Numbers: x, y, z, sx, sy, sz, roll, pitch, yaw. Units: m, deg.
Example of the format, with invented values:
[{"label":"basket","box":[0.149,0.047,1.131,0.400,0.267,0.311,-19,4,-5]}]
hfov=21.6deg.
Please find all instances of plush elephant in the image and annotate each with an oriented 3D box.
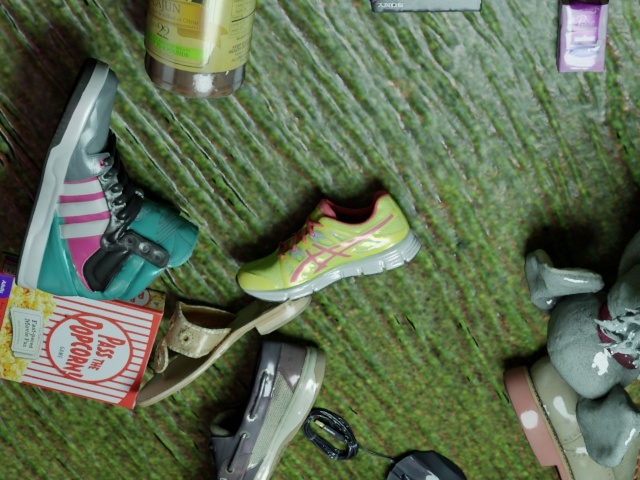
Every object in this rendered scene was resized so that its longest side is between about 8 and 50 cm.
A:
[{"label":"plush elephant","box":[0.364,0.099,1.830,0.330,0.255,0.272,-8,84,-33]}]

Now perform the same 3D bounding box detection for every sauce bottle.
[{"label":"sauce bottle","box":[-0.108,-0.309,1.633,0.111,0.111,0.344,6,121,-4]}]

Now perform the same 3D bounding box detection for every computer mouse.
[{"label":"computer mouse","box":[0.082,0.275,2.046,0.242,0.041,0.071,27,120,-15]}]

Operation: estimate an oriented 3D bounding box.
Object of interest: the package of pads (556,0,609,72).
[{"label":"package of pads","box":[0.272,-0.214,1.737,0.050,0.032,0.083,-3,123,-1]}]

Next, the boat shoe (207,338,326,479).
[{"label":"boat shoe","box":[-0.089,0.232,1.989,0.092,0.103,0.285,25,116,-9]}]

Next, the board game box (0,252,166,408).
[{"label":"board game box","box":[-0.290,0.106,1.935,0.193,0.045,0.147,14,122,-9]}]

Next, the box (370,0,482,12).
[{"label":"box","box":[0.108,-0.306,1.681,0.116,0.029,0.162,-1,124,1]}]

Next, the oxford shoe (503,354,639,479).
[{"label":"oxford shoe","box":[0.344,0.273,2.000,0.130,0.123,0.348,-27,120,10]}]

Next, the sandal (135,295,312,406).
[{"label":"sandal","box":[-0.131,0.094,1.913,0.240,0.088,0.079,-31,108,10]}]

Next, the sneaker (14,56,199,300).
[{"label":"sneaker","box":[-0.211,-0.045,1.790,0.178,0.124,0.295,17,126,-7]}]

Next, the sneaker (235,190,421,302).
[{"label":"sneaker","box":[0.000,0.000,1.856,0.208,0.081,0.094,-18,113,5]}]
